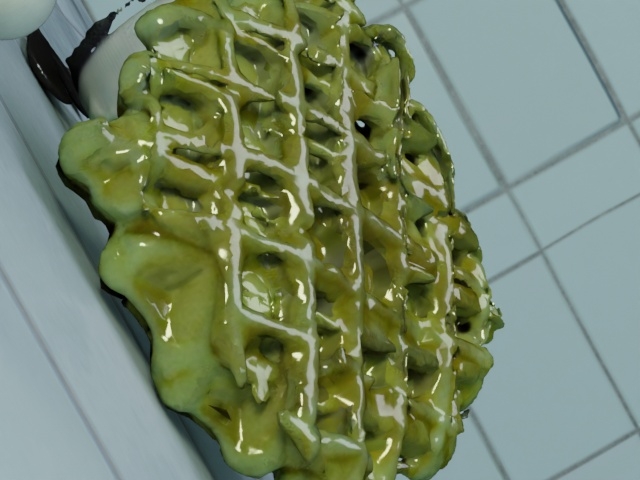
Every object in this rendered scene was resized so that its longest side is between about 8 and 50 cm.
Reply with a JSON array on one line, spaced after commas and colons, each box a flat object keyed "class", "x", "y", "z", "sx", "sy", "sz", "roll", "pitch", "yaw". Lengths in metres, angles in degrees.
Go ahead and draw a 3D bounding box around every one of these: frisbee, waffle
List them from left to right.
[{"class": "frisbee", "x": -0.232, "y": -0.175, "z": 1.088, "sx": 0.187, "sy": 0.012, "sz": 0.211, "roll": 60, "pitch": -1, "yaw": 1}, {"class": "waffle", "x": 0.000, "y": 0.000, "z": 0.798, "sx": 0.297, "sy": 0.073, "sz": 0.317, "roll": -38, "pitch": 101, "yaw": -48}]

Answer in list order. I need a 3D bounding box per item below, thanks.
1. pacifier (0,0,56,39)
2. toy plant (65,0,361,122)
[{"class": "pacifier", "x": -0.104, "y": -0.056, "z": 0.356, "sx": 0.099, "sy": 0.078, "sz": 0.081, "roll": 59, "pitch": -23, "yaw": 24}, {"class": "toy plant", "x": -0.029, "y": -0.022, "z": 1.030, "sx": 0.247, "sy": 0.247, "sz": 0.332, "roll": 67, "pitch": 1, "yaw": -75}]
